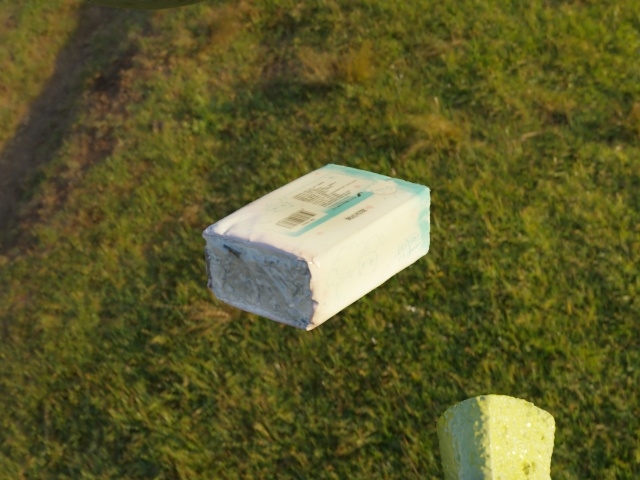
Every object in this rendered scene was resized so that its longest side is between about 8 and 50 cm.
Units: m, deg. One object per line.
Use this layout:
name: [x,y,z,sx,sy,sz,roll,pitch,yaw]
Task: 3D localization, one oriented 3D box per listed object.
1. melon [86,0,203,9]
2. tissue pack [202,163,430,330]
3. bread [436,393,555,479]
melon: [-0.149,-0.329,0.824,0.308,0.271,0.271,21,54,0]
tissue pack: [0.002,0.000,1.277,0.201,0.124,0.271,12,29,39]
bread: [0.185,0.231,1.016,0.111,0.129,0.114,-45,34,46]
